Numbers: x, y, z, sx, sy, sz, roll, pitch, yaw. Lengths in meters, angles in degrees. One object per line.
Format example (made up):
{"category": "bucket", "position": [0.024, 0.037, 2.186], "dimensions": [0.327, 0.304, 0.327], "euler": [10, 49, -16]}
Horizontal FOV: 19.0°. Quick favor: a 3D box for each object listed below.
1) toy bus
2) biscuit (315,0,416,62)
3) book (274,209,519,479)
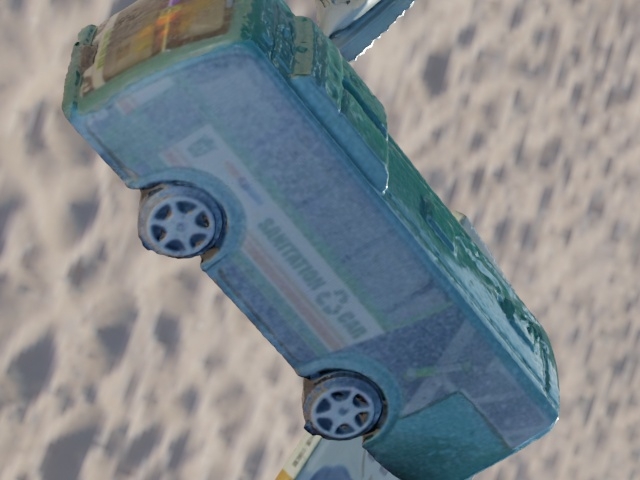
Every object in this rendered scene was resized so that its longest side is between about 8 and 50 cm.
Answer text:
{"category": "toy bus", "position": [0.000, 0.000, 0.824], "dimensions": [0.261, 0.109, 0.091], "euler": [49, 22, -29]}
{"category": "biscuit", "position": [0.005, -0.281, 1.165], "dimensions": [0.186, 0.079, 0.309], "euler": [-41, 124, -28]}
{"category": "book", "position": [0.049, 0.148, 1.303], "dimensions": [0.295, 0.020, 0.208], "euler": [-56, 145, -13]}
